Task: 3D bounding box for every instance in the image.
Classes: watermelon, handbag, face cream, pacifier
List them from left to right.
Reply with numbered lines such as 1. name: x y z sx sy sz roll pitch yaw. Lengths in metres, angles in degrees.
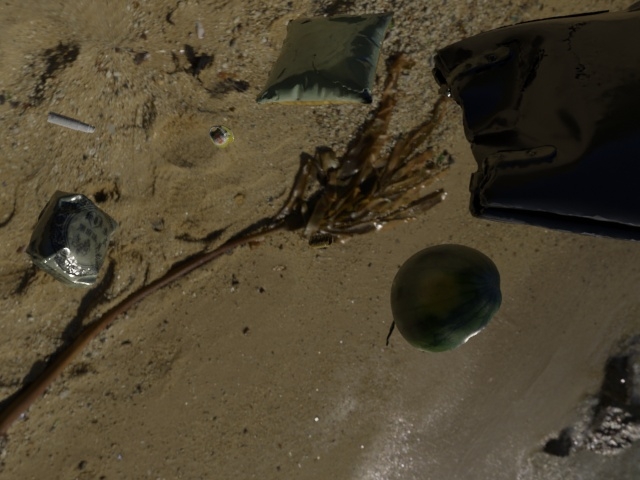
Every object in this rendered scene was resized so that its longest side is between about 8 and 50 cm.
1. face cream: -0.778 -0.367 1.410 0.130 0.034 0.034 13 106 -29
2. pacifier: -0.285 -0.312 1.314 0.083 0.064 0.068 -25 114 39
3. watermelon: 0.198 0.088 0.804 0.127 0.232 0.204 38 67 -20
4. handbag: 0.286 -0.132 0.504 0.288 0.342 0.152 -1 145 0

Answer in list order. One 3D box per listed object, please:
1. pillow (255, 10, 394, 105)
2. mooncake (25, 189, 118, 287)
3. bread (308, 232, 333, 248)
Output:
1. pillow: 0.013 -0.460 1.142 0.119 0.313 0.309 58 43 -54
2. mooncake: -0.750 0.000 1.383 0.254 0.136 0.250 66 33 -60
3. bread: 0.000 0.000 1.538 0.088 0.033 0.049 -5 80 7
